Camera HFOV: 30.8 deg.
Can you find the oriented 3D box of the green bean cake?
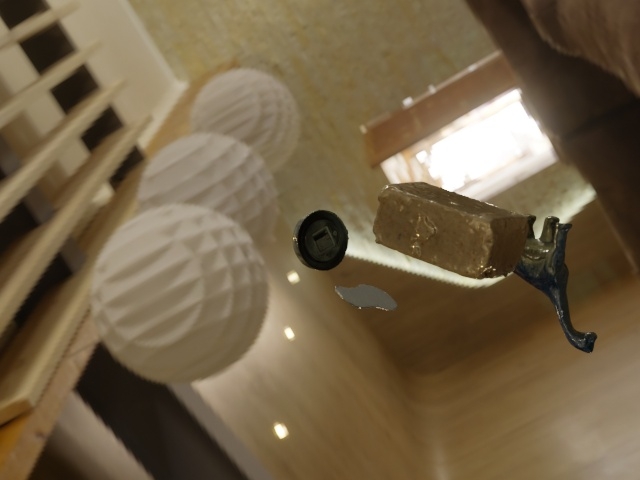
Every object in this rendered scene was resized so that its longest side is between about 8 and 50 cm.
[{"bbox_3d":[0.166,-0.015,1.504,0.179,0.085,0.109,21,-164,30],"label":"green bean cake"}]

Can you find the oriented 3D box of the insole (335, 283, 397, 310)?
[{"bbox_3d":[0.074,0.089,1.803,0.065,0.004,0.197,40,-166,19],"label":"insole"}]

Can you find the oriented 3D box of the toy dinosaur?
[{"bbox_3d":[0.295,0.053,1.719,0.075,0.247,0.188,-6,-77,-64],"label":"toy dinosaur"}]

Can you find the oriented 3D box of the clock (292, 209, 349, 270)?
[{"bbox_3d":[0.000,0.000,1.598,0.017,0.085,0.085,-3,124,57],"label":"clock"}]
